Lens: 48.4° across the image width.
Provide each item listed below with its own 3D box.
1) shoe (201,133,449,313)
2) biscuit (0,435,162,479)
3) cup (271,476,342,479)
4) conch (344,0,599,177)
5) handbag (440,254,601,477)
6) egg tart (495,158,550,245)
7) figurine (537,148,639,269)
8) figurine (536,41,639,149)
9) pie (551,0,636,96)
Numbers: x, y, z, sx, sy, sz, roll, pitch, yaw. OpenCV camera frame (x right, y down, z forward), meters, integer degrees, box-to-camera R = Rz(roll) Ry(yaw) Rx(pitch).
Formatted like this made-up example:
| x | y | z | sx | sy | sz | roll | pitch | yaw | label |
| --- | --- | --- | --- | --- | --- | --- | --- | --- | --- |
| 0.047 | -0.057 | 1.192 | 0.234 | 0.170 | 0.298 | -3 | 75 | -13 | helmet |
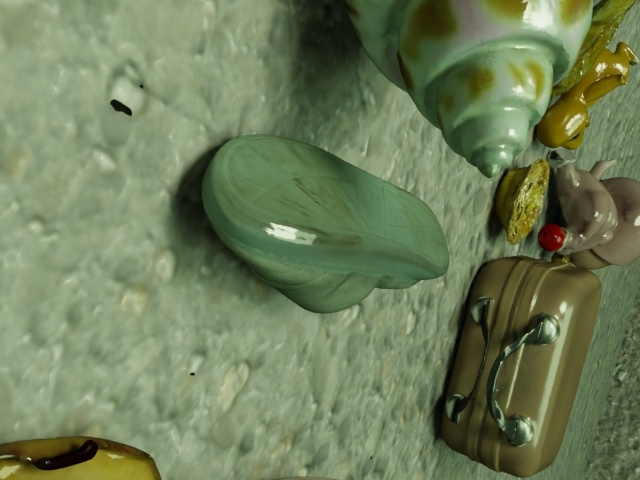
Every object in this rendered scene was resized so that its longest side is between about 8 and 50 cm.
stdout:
| x | y | z | sx | sy | sz | roll | pitch | yaw | label |
| --- | --- | --- | --- | --- | --- | --- | --- | --- | --- |
| 0.000 | 0.000 | 0.531 | 0.251 | 0.103 | 0.100 | 11 | 138 | -46 | shoe |
| -0.177 | 0.194 | 0.375 | 0.260 | 0.041 | 0.203 | 35 | 76 | -57 | biscuit |
| -0.005 | 0.306 | 0.586 | 0.253 | 0.191 | 0.201 | -64 | 162 | -84 | cup |
| 0.121 | -0.216 | 0.524 | 0.368 | 0.197 | 0.249 | -61 | 164 | -15 | conch |
| 0.267 | 0.169 | 0.975 | 0.283 | 0.149 | 0.302 | 6 | 100 | -61 | handbag |
| 0.272 | -0.056 | 0.975 | 0.129 | 0.049 | 0.129 | -41 | 142 | -44 | egg tart |
| 0.451 | -0.040 | 1.206 | 0.287 | 0.176 | 0.186 | 11 | 137 | -44 | figurine |
| 0.360 | -0.218 | 1.021 | 0.122 | 0.121 | 0.176 | 26 | 90 | -30 | figurine |
| 0.293 | -0.275 | 0.745 | 0.355 | 0.103 | 0.288 | -49 | 171 | -2 | pie |
